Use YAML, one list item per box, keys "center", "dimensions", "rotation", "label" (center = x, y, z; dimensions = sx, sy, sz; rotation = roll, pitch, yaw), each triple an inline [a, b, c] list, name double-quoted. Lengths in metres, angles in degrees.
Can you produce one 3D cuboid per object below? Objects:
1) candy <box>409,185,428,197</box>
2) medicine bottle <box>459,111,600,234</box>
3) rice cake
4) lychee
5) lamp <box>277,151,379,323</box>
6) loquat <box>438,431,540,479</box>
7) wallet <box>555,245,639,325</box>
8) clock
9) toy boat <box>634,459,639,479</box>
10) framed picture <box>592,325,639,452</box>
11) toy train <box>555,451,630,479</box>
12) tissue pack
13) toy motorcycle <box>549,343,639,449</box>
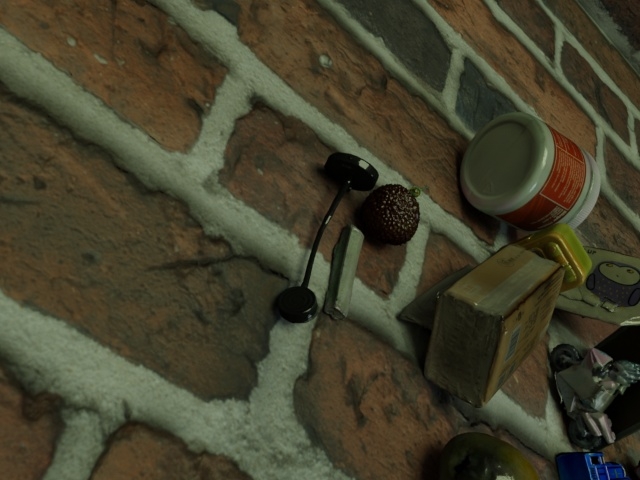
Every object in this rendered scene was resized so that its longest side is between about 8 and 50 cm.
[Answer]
- center: [0.226, -0.116, 1.477]
  dimensions: [0.083, 0.025, 0.023]
  rotation: [-29, 118, -55]
  label: "candy"
- center: [0.506, -0.155, 1.580]
  dimensions: [0.240, 0.252, 0.253]
  rotation: [20, 57, -33]
  label: "medicine bottle"
- center: [0.047, 0.054, 1.214]
  dimensions: [0.047, 0.036, 0.207]
  rotation: [43, 45, -35]
  label: "rice cake"
- center: [0.140, -0.053, 1.292]
  dimensions: [0.123, 0.129, 0.123]
  rotation: [1, 66, -1]
  label: "lychee"
- center: [0.000, -0.028, 1.165]
  dimensions: [0.130, 0.109, 0.371]
  rotation: [18, 49, 19]
  label: "lamp"
- center: [0.303, 0.445, 1.153]
  dimensions: [0.179, 0.179, 0.227]
  rotation: [-37, 100, -46]
  label: "loquat"
- center: [0.678, 0.091, 1.619]
  dimensions: [0.275, 0.335, 0.068]
  rotation: [-52, 146, -37]
  label: "wallet"
- center: [0.506, 0.059, 1.506]
  dimensions: [0.143, 0.202, 0.096]
  rotation: [56, 44, -4]
  label: "clock"
- center: [0.765, 0.632, 1.532]
  dimensions: [0.318, 0.072, 0.219]
  rotation: [-34, 116, -42]
  label: "toy boat"
- center: [0.723, 0.340, 1.554]
  dimensions: [0.019, 0.232, 0.296]
  rotation: [20, 54, -2]
  label: "framed picture"
- center: [0.627, 0.542, 1.460]
  dimensions: [0.204, 0.082, 0.131]
  rotation: [15, 58, -37]
  label: "toy train"
- center: [0.324, 0.147, 1.325]
  dimensions: [0.305, 0.238, 0.239]
  rotation: [-26, 88, -46]
  label: "tissue pack"
- center: [0.648, 0.345, 1.492]
  dimensions: [0.108, 0.204, 0.239]
  rotation: [-8, 78, -55]
  label: "toy motorcycle"
